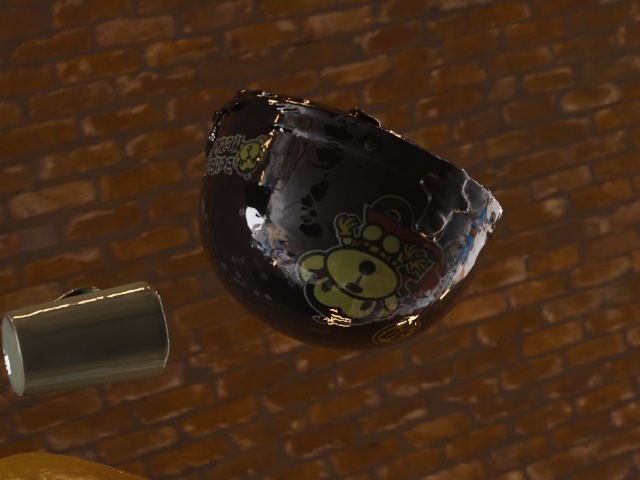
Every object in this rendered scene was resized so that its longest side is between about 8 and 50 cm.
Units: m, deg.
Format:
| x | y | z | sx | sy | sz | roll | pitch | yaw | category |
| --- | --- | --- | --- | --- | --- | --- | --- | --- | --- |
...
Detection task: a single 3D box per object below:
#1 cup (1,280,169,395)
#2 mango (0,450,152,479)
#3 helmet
| x | y | z | sx | sy | sz | roll | pitch | yaw | category |
| --- | --- | --- | --- | --- | --- | --- | --- | --- | --- |
| -0.136 | 0.048 | 0.808 | 0.083 | 0.054 | 0.075 | -10 | -122 | -24 | cup |
| -0.145 | 0.283 | 1.017 | 0.365 | 0.182 | 0.253 | 34 | -102 | 23 | mango |
| 0.000 | 0.000 | 1.109 | 0.230 | 0.279 | 0.160 | 29 | -107 | -29 | helmet |
